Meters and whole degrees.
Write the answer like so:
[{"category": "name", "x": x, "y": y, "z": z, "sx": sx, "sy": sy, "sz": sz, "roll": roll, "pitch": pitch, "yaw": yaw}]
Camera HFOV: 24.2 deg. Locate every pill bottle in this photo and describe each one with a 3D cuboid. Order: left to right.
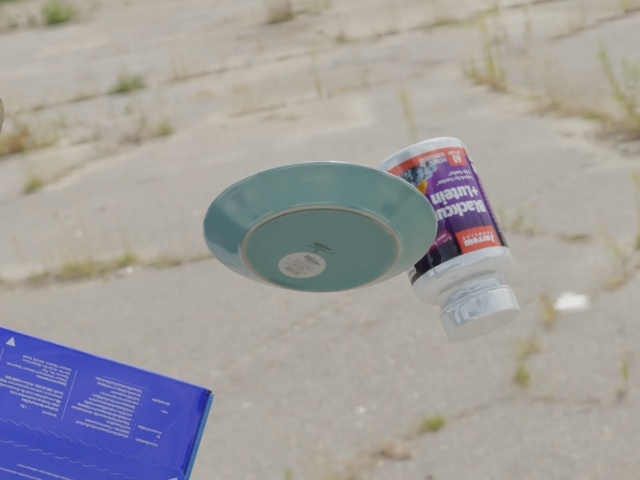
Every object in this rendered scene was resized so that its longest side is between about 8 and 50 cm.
[{"category": "pill bottle", "x": 0.133, "y": 0.001, "z": 1.536, "sx": 0.108, "sy": 0.194, "sz": 0.108, "roll": -19, "pitch": -17, "yaw": -6}]

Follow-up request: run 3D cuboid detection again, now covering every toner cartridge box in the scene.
[{"category": "toner cartridge box", "x": -0.279, "y": 0.155, "z": 1.249, "sx": 0.347, "sy": 0.165, "sz": 0.075, "roll": 18, "pitch": -10, "yaw": -6}]

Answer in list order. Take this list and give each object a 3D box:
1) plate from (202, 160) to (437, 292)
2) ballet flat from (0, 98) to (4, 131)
[{"category": "plate", "x": 0.000, "y": 0.000, "z": 1.190, "sx": 0.188, "sy": 0.188, "sz": 0.024, "roll": -8, "pitch": 57, "yaw": 10}, {"category": "ballet flat", "x": -0.416, "y": -0.060, "z": 1.171, "sx": 0.342, "sy": 0.124, "sz": 0.116, "roll": -11, "pitch": 52, "yaw": -8}]
